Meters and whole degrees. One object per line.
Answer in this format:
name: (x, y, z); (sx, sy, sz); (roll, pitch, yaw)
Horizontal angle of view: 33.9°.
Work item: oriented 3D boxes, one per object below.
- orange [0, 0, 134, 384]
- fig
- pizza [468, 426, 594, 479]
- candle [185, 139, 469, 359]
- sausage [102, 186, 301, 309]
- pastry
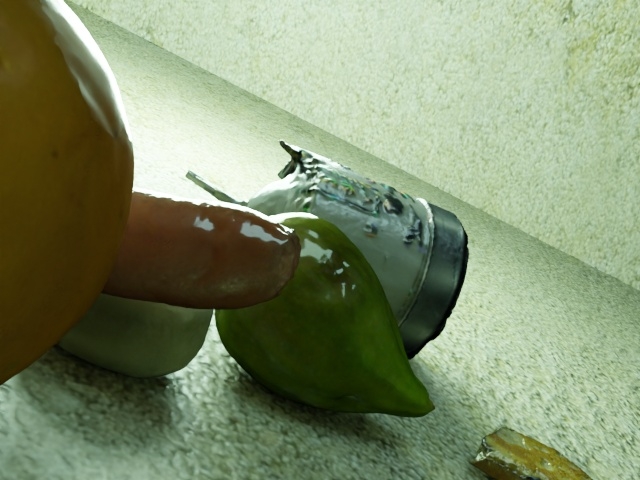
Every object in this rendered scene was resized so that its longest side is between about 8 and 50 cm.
orange: (-0.267, -0.042, 0.617); (0.312, 0.312, 0.312); (25, 14, -7)
fig: (-0.010, 0.086, 0.985); (0.233, 0.167, 0.167); (66, 20, 3)
pizza: (0.217, 0.234, 1.051); (0.160, 0.035, 0.099); (25, 15, -12)
candle: (0.000, 0.000, 1.201); (0.330, 0.187, 0.187); (22, 15, -16)
sausage: (-0.224, -0.014, 0.813); (0.419, 0.094, 0.094); (11, 39, 3)
pastry: (-0.168, 0.050, 0.903); (0.157, 0.092, 0.156); (17, 21, -7)
